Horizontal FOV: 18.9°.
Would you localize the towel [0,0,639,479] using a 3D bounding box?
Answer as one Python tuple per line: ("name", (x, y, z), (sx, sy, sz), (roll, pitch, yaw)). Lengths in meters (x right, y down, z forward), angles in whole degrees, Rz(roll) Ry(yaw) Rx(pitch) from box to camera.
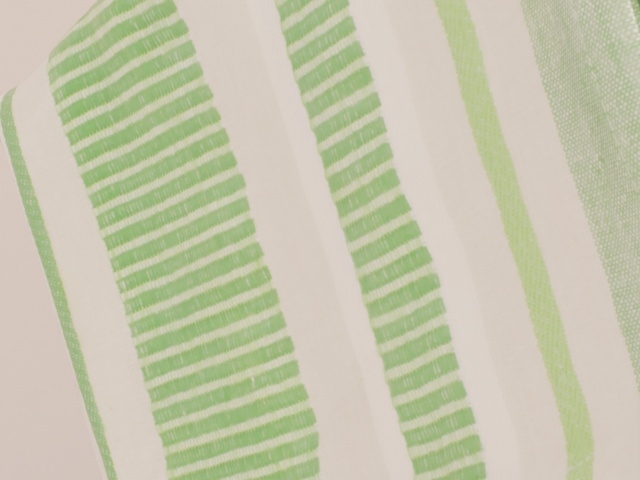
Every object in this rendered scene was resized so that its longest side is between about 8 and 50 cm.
("towel", (0.000, 0.000, 0.579), (0.038, 0.248, 0.325), (-9, -14, -34))
